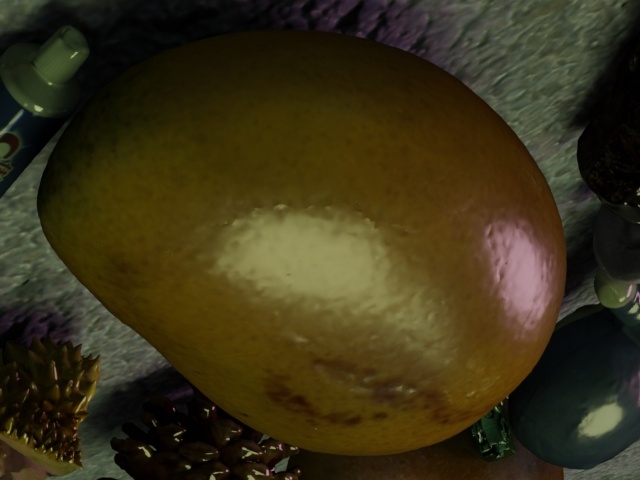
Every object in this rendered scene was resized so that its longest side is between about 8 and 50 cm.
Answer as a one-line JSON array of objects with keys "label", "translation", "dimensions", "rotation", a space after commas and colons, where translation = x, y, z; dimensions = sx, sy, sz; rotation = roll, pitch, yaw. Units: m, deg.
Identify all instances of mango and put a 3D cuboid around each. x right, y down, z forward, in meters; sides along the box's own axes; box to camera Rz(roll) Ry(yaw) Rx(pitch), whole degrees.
[{"label": "mango", "translation": [0.102, 0.249, 1.304], "dimensions": [0.199, 0.221, 0.384], "rotation": [-36, 157, 32]}, {"label": "mango", "translation": [0.000, 0.000, 0.791], "dimensions": [0.264, 0.221, 0.378], "rotation": [-33, 143, 24]}]

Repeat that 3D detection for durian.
[{"label": "durian", "translation": [-0.238, 0.141, 0.948], "dimensions": [0.165, 0.132, 0.182], "rotation": [-9, 163, -5]}]

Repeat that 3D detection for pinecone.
[{"label": "pinecone", "translation": [-0.104, 0.211, 1.133], "dimensions": [0.179, 0.195, 0.150], "rotation": [17, -179, -17]}]

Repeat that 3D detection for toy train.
[{"label": "toy train", "translation": [0.151, 0.141, 1.236], "dimensions": [0.038, 0.148, 0.071], "rotation": [-18, 157, 6]}]

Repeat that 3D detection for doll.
[{"label": "doll", "translation": [0.286, 0.101, 1.229], "dimensions": [0.258, 0.154, 0.228], "rotation": [-44, 151, 14]}]

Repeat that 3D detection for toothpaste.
[{"label": "toothpaste", "translation": [-0.211, -0.035, 0.747], "dimensions": [0.268, 0.047, 0.069], "rotation": [-40, 162, 35]}]

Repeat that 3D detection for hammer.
[{"label": "hammer", "translation": [0.419, -0.113, 0.955], "dimensions": [0.408, 0.095, 0.242], "rotation": [0, 145, -12]}]

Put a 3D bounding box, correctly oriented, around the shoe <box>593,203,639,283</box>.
[{"label": "shoe", "translation": [0.348, -0.041, 1.115], "dimensions": [0.245, 0.095, 0.137], "rotation": [-38, 148, 8]}]
